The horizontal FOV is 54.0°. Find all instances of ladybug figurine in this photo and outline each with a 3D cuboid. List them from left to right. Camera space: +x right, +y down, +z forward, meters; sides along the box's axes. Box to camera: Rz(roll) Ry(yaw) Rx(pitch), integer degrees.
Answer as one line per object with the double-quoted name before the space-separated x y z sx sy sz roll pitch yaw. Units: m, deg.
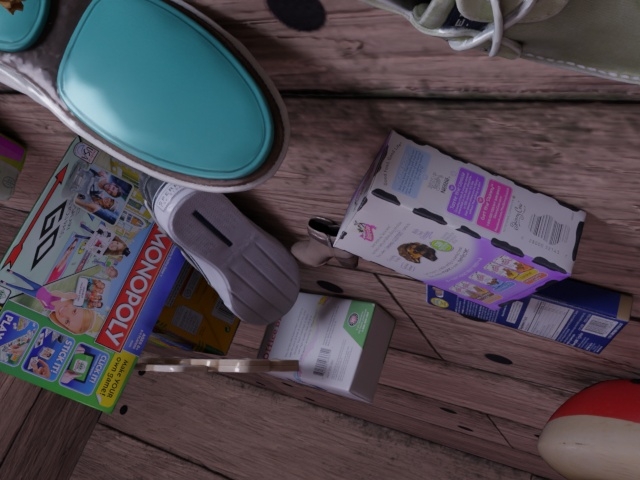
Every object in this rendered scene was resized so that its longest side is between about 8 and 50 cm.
"ladybug figurine" 0.517 0.294 0.868 0.450 0.161 0.305 -3 149 47

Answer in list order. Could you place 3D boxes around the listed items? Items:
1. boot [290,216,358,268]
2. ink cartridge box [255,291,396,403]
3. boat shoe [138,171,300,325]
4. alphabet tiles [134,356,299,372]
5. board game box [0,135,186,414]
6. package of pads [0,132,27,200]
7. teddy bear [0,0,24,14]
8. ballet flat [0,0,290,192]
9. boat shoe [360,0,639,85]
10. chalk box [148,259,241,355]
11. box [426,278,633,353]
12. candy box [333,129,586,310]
"boot" 0.000 0.000 0.835 0.119 0.042 0.087 10 150 27
"ink cartridge box" 0.006 0.181 1.108 0.213 0.154 0.093 5 158 36
"boat shoe" -0.131 0.002 0.888 0.119 0.121 0.335 44 170 39
"alphabet tiles" -0.182 0.194 0.992 0.284 0.021 0.278 -7 167 35
"board game box" -0.312 0.046 0.855 0.214 0.317 0.046 31 157 -25
"package of pads" -0.612 -0.146 0.900 0.297 0.101 0.229 9 169 12
"teddy bear" -0.196 -0.238 0.249 0.245 0.113 0.338 46 176 26
"ballet flat" -0.201 -0.159 0.541 0.401 0.139 0.139 25 160 4
"boat shoe" 0.074 -0.141 0.317 0.303 0.094 0.109 23 160 -4
"chalk box" -0.275 0.080 1.105 0.179 0.180 0.289 36 154 -33
"box" 0.243 0.074 0.770 0.226 0.036 0.136 15 158 15
"candy box" 0.127 -0.010 0.628 0.196 0.070 0.165 22 160 -3
